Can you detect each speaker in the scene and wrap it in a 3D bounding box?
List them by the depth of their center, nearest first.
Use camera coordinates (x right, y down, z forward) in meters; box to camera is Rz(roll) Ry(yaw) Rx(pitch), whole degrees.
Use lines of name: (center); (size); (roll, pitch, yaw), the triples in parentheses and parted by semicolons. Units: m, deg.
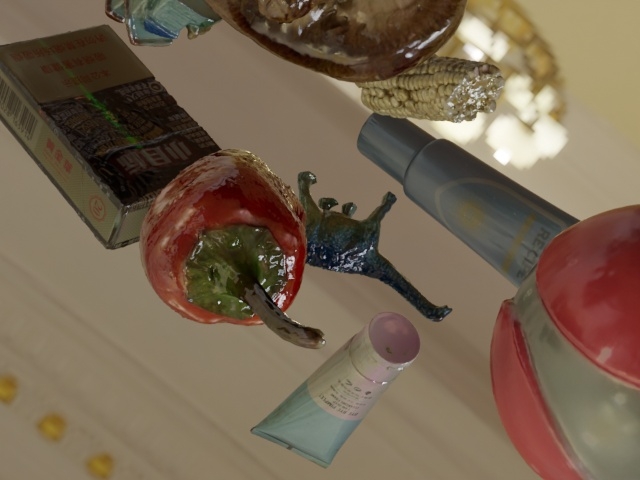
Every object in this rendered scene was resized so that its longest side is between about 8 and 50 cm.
speaker: (0.295, 0.117, 1.654); (0.294, 0.294, 0.294); (32, -156, -16)

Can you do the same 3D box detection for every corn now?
corn: (0.117, -0.166, 2.018); (0.087, 0.087, 0.211); (21, -179, -35)

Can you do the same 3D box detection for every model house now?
model house: (-0.199, -0.295, 2.284); (0.119, 0.148, 0.148); (31, -139, -33)

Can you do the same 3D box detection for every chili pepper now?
chili pepper: (-0.078, 0.005, 1.441); (0.338, 0.134, 0.131); (-98, -11, -80)

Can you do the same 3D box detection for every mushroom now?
mushroom: (0.008, -0.229, 1.420); (0.231, 0.194, 0.138); (36, 163, -10)

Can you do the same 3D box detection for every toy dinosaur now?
toy dinosaur: (0.006, -0.008, 2.344); (0.363, 0.076, 0.147); (18, -122, -7)

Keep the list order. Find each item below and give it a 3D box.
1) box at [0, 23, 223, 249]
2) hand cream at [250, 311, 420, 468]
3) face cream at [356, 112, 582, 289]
box: (-0.273, -0.138, 2.350); (0.198, 0.084, 0.310); (-18, -124, -42)
hand cream: (0.025, 0.186, 2.203); (0.111, 0.312, 0.070); (27, -127, -12)
face cream: (0.200, -0.035, 2.205); (0.385, 0.135, 0.086); (38, -155, 28)
